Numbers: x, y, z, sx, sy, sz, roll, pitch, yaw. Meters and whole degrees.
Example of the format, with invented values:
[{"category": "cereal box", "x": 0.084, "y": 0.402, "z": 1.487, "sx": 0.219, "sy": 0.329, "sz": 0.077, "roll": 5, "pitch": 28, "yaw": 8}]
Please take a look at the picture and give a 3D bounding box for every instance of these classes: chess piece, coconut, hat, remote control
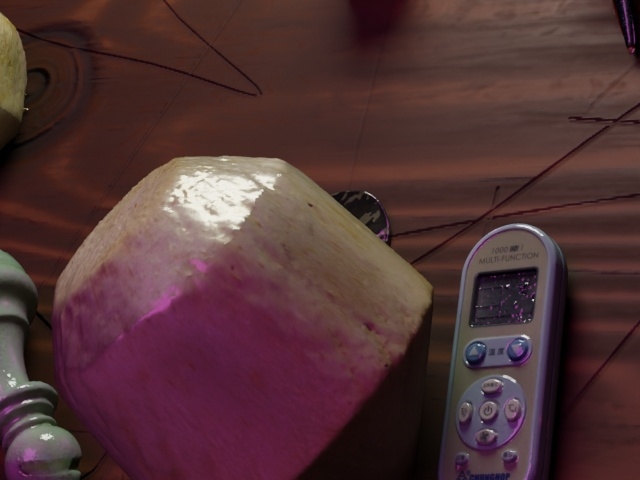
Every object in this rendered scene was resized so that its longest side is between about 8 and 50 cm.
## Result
[{"category": "chess piece", "x": -0.282, "y": 0.144, "z": 1.606, "sx": 0.139, "sy": 0.139, "sz": 0.272, "roll": -41, "pitch": 60, "yaw": 10}, {"category": "coconut", "x": -0.044, "y": 0.095, "z": 1.350, "sx": 0.328, "sy": 0.329, "sz": 0.329, "roll": -17, "pitch": 56, "yaw": 28}, {"category": "hat", "x": 0.000, "y": 0.000, "z": 1.515, "sx": 0.121, "sy": 0.050, "sz": 0.121, "roll": -17, "pitch": 54, "yaw": 25}, {"category": "remote control", "x": 0.144, "y": 0.103, "z": 1.356, "sx": 0.087, "sy": 0.047, "sz": 0.244, "roll": -9, "pitch": 61, "yaw": 36}, {"category": "coconut", "x": -0.393, "y": -0.176, "z": 1.818, "sx": 0.194, "sy": 0.194, "sz": 0.194, "roll": -17, "pitch": 56, "yaw": 28}]

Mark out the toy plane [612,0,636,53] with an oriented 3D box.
[{"category": "toy plane", "x": 0.246, "y": -0.244, "z": 1.467, "sx": 0.130, "sy": 0.061, "sz": 0.189, "roll": -6, "pitch": 61, "yaw": -1}]
